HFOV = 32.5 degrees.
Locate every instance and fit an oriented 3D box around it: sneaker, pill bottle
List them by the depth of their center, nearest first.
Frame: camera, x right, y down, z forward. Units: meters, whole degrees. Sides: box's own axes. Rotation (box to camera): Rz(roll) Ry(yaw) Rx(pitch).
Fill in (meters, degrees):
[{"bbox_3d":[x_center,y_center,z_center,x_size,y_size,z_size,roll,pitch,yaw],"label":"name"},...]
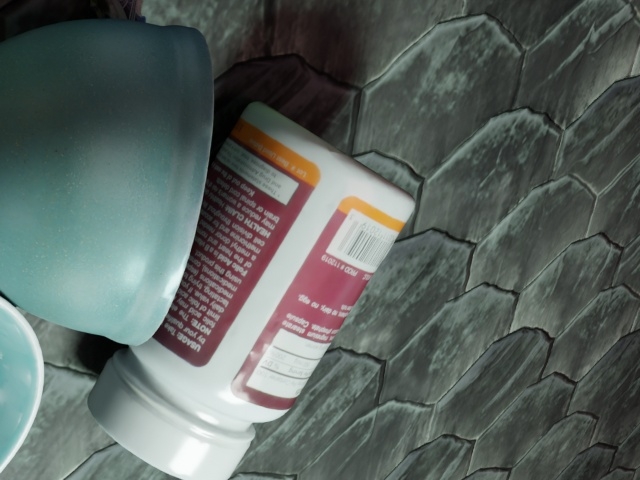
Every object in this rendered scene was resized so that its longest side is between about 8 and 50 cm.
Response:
[{"bbox_3d":[-0.194,-0.247,1.032,0.058,0.052,0.135,-43,151,-31],"label":"sneaker"},{"bbox_3d":[-0.084,0.062,1.244,0.224,0.224,0.392,26,98,-54],"label":"pill bottle"}]

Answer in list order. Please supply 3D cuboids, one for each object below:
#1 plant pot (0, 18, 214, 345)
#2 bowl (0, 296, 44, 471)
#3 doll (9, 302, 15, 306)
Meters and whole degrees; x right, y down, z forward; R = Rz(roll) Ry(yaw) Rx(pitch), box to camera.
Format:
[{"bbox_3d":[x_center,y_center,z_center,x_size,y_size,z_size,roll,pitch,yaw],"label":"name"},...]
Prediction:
[{"bbox_3d":[-0.234,-0.064,0.962,0.196,0.293,0.293,10,113,-23],"label":"plant pot"},{"bbox_3d":[-0.418,0.117,0.948,0.311,0.163,0.311,-27,139,-26],"label":"bowl"},{"bbox_3d":[-0.317,0.039,1.113,0.189,0.046,0.129,-22,142,-29],"label":"doll"}]
